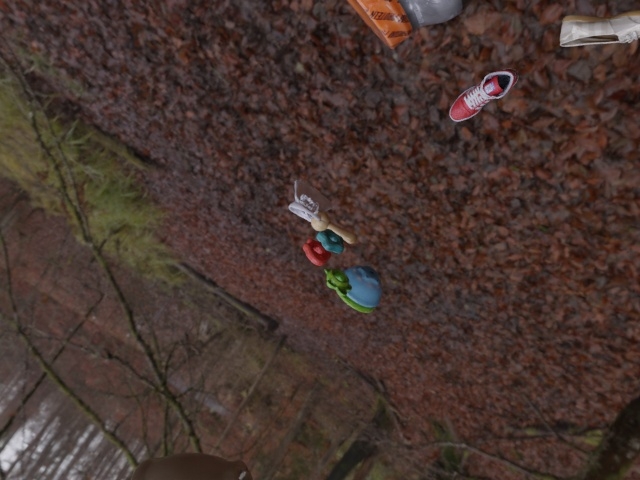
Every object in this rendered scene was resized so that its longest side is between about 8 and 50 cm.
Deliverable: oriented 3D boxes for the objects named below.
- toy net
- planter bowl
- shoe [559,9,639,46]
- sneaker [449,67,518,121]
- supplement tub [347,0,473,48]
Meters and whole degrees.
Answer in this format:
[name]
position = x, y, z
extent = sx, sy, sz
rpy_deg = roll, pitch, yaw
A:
[toy net]
position = 0.000, 0.000, 0.696
extent = 0.122, 0.045, 0.232
rpy_deg = 5, -140, -42
[planter bowl]
position = -0.127, 0.309, 0.547
extent = 0.162, 0.109, 0.162
rpy_deg = 161, 90, -89
[shoe]
position = 0.610, -0.433, 1.031
extent = 0.076, 0.058, 0.219
rpy_deg = 12, -172, -46
[sneaker]
position = 0.251, -0.227, 0.773
extent = 0.118, 0.067, 0.042
rpy_deg = -34, 93, 28
[supplement tub]
position = 0.141, -0.356, 0.476
extent = 0.193, 0.316, 0.194
rpy_deg = 44, -162, -19
